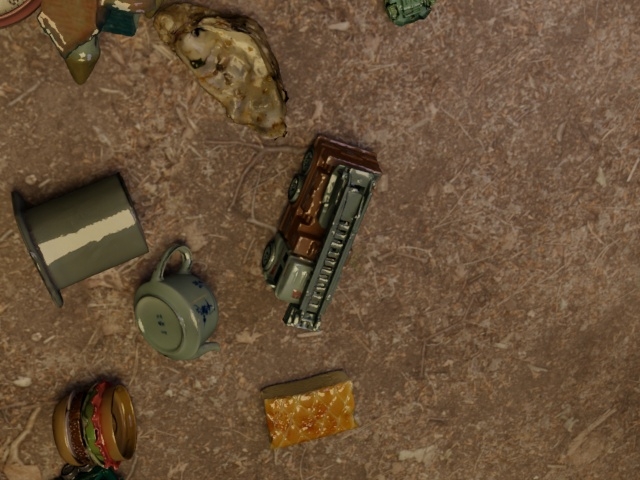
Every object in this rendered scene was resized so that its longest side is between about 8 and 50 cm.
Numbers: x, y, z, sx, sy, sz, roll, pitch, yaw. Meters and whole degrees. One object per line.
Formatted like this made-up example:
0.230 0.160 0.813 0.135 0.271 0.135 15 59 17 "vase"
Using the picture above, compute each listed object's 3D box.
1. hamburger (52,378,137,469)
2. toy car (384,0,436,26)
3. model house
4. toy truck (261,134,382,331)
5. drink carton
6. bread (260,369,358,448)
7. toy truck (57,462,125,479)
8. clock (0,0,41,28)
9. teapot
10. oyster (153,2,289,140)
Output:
-0.434 0.352 1.855 0.136 0.175 0.175 -8 118 6 "hamburger"
0.142 -0.454 1.651 0.093 0.058 0.186 -19 130 -5 "toy car"
-0.312 -0.372 1.479 0.194 0.267 0.325 13 125 -5 "model house"
0.000 0.000 1.767 0.132 0.184 0.338 16 110 -19 "toy truck"
-0.402 -0.008 1.672 0.189 0.191 0.186 -19 117 -11 "drink carton"
-0.023 0.344 1.996 0.188 0.068 0.126 -12 118 -8 "bread"
-0.498 0.526 1.940 0.215 0.116 0.110 -26 119 -1 "toy truck"
-0.519 -0.442 1.481 0.244 0.056 0.245 -1 101 -6 "clock"
-0.251 0.122 1.802 0.158 0.159 0.232 -15 108 -6 "teapot"
-0.149 -0.289 1.656 0.166 0.094 0.294 -16 131 13 "oyster"
